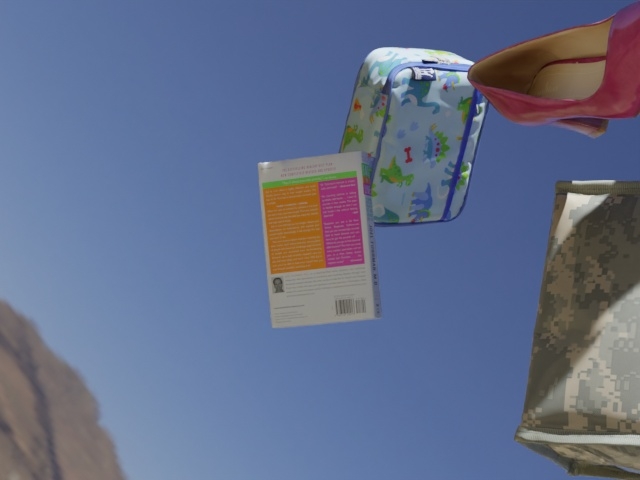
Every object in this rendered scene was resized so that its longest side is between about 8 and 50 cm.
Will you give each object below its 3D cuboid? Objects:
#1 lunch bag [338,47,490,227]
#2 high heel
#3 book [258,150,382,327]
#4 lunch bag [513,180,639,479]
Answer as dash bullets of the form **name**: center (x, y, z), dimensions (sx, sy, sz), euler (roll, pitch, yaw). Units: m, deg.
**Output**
- **lunch bag**: center (0.119, -0.128, 1.814), dimensions (0.090, 0.176, 0.219), euler (36, -61, 49)
- **high heel**: center (0.188, -0.141, 1.104), dimensions (0.117, 0.082, 0.244), euler (19, -8, -2)
- **book**: center (0.000, 0.000, 1.265), dimensions (0.035, 0.096, 0.144), euler (11, 74, -67)
- **lunch bag**: center (0.328, 0.077, 1.180), dimensions (0.287, 0.235, 0.169), euler (0, -20, 32)
